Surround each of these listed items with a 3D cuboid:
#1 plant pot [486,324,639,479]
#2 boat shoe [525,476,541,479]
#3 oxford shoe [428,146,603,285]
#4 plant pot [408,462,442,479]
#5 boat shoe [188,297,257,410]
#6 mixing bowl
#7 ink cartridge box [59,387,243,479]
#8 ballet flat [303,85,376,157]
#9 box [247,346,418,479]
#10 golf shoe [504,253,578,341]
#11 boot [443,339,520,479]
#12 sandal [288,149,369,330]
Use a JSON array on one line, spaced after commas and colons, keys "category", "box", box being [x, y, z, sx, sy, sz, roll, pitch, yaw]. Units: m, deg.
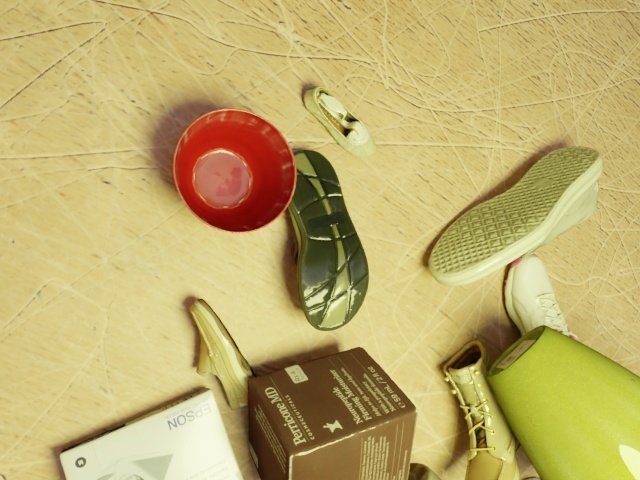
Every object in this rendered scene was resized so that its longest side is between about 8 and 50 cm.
[{"category": "plant pot", "box": [0.434, 0.296, 0.850, 0.275, 0.275, 0.293, -39, 78, -20]}, {"category": "boat shoe", "box": [0.493, 0.550, 1.072, 0.184, 0.063, 0.066, 24, 80, -23]}, {"category": "oxford shoe", "box": [0.399, -0.030, 0.997, 0.449, 0.169, 0.130, -34, 125, -22]}, {"category": "plant pot", "box": [0.164, 0.535, 0.815, 0.323, 0.323, 0.280, -25, 83, -23]}, {"category": "boat shoe", "box": [-0.160, 0.182, 0.783, 0.072, 0.068, 0.190, -30, 102, -10]}, {"category": "mixing bowl", "box": [-0.139, -0.099, 0.775, 0.181, 0.098, 0.181, 1, 88, -25]}, {"category": "ink cartridge box", "box": [-0.227, 0.363, 0.736, 0.223, 0.045, 0.224, -19, 87, -24]}, {"category": "ballet flat", "box": [0.040, -0.202, 0.883, 0.168, 0.052, 0.057, 36, 75, -20]}, {"category": "box", "box": [0.012, 0.295, 0.774, 0.203, 0.168, 0.167, -10, 118, -25]}, {"category": "golf shoe", "box": [0.459, 0.176, 1.023, 0.115, 0.140, 0.306, -10, 92, -23]}, {"category": "boot", "box": [0.288, 0.326, 0.928, 0.262, 0.095, 0.203, -41, 106, -49]}, {"category": "sandal", "box": [0.001, -0.001, 0.852, 0.120, 0.086, 0.302, -6, 77, -19]}]
